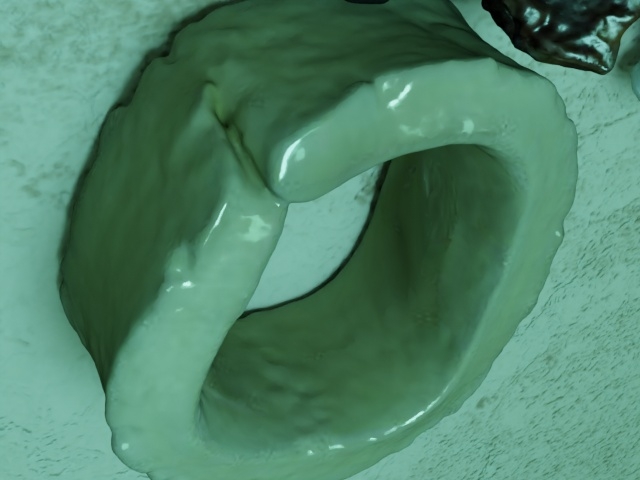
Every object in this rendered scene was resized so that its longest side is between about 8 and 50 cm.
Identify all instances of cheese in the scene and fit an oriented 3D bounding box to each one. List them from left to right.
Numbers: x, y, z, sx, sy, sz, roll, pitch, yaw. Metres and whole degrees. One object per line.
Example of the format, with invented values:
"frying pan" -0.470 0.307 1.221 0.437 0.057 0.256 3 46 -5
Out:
"cheese" -0.001 0.001 0.613 0.292 0.153 0.332 2 122 -34

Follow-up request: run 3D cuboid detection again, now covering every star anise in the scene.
"star anise" 0.133 -0.200 0.530 0.125 0.190 0.220 7 151 5

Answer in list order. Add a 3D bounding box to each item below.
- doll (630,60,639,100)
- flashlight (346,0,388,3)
"doll" 0.333 -0.190 0.677 0.215 0.161 0.257 -38 156 -42
"flashlight" -0.010 -0.281 0.395 0.103 0.103 0.424 -29 144 -10
